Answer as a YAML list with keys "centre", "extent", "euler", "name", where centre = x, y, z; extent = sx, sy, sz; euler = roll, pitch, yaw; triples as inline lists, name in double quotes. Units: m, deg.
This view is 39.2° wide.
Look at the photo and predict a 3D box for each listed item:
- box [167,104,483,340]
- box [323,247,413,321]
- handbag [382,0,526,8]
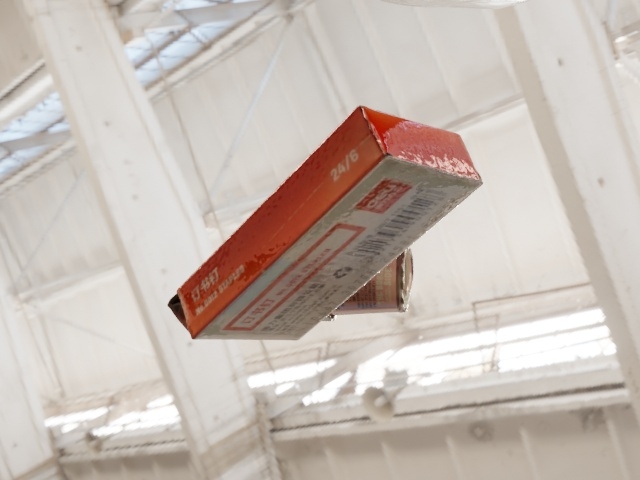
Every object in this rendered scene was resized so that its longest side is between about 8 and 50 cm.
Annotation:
- centre: [0.000, 0.001, 0.665]
  extent: [0.229, 0.123, 0.050]
  euler: [-43, -122, 30]
  name: "box"
- centre: [0.057, 0.037, 1.233]
  extent: [0.135, 0.151, 0.151]
  euler: [0, -71, 9]
  name: "box"
- centre: [0.083, -0.325, 0.689]
  extent: [0.178, 0.275, 0.302]
  euler: [-4, -72, 3]
  name: "handbag"
